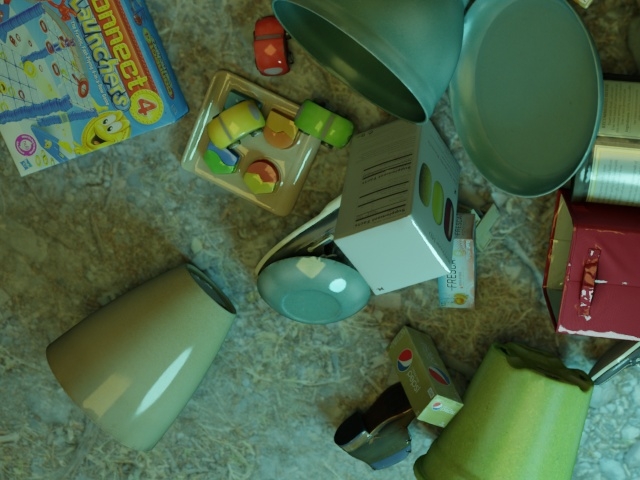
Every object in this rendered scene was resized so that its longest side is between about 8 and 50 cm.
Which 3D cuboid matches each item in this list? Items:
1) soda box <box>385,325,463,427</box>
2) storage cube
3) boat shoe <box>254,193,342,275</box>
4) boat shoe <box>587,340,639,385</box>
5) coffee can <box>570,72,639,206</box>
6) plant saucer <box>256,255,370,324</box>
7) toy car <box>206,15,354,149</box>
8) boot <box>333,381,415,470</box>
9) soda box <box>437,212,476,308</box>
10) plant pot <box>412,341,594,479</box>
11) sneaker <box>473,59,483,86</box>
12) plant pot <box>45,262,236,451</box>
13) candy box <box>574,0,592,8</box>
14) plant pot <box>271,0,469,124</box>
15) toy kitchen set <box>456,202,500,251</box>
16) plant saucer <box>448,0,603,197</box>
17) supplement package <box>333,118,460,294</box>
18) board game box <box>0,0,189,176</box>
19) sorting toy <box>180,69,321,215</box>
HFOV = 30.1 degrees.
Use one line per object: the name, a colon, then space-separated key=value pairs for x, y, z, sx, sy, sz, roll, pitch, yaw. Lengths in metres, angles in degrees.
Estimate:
soda box: x=0.173 y=0.226 z=1.994 sx=0.061 sy=0.181 sz=0.058 roll=23 pitch=116 yaw=-29
storage cube: x=0.463 y=0.036 z=1.857 sx=0.193 sy=0.215 sz=0.183 roll=6 pitch=110 yaw=3
boat shoe: x=0.000 y=0.000 z=2.001 sx=0.254 sy=0.095 sz=0.079 roll=-38 pitch=87 yaw=12
boat shoe: x=0.534 y=0.185 z=1.965 sx=0.206 sy=0.075 sz=0.065 roll=-41 pitch=94 yaw=17
coffee can: x=0.523 y=-0.143 z=1.780 sx=0.275 sy=0.201 sz=0.201 roll=6 pitch=110 yaw=9
plant saucer: x=-0.013 y=0.097 z=2.011 sx=0.195 sy=0.037 sz=0.195 roll=4 pitch=145 yaw=3
toy car: x=-0.051 y=-0.219 z=1.919 sx=0.225 sy=0.053 sz=0.239 roll=28 pitch=98 yaw=6
boot: x=0.141 y=0.324 z=2.109 sx=0.219 sy=0.082 sz=0.106 roll=-33 pitch=122 yaw=16
soda box: x=0.222 y=0.035 z=1.940 sx=0.063 sy=0.058 sz=0.183 roll=3 pitch=140 yaw=10
plant pot: x=0.325 y=0.314 z=1.974 sx=0.276 sy=0.276 sz=0.253 roll=20 pitch=100 yaw=4
sneaker: x=0.309 y=-0.294 z=1.846 sx=0.170 sy=0.068 sz=0.071 roll=-23 pitch=97 yaw=19
plant pot: x=-0.284 y=0.178 z=2.057 sx=0.274 sy=0.256 sz=0.256 roll=-44 pitch=96 yaw=6
candy box: x=0.279 y=-0.467 z=1.725 sx=0.316 sy=0.183 sz=0.087 roll=33 pitch=113 yaw=-1
plant pot: x=0.099 y=-0.340 z=1.778 sx=0.293 sy=0.293 sz=0.196 roll=37 pitch=86 yaw=-3
toy kitchen set: x=0.245 y=-0.039 z=1.972 sx=0.068 sy=0.075 sz=0.083 roll=-53 pitch=133 yaw=-13
plant saucer: x=0.304 y=-0.223 z=1.745 sx=0.318 sy=0.044 sz=0.317 roll=23 pitch=119 yaw=52
supplement package: x=0.123 y=-0.059 z=1.845 sx=0.134 sy=0.244 sz=0.139 roll=-19 pitch=129 yaw=27
board game box: x=-0.419 y=-0.298 z=1.982 sx=0.302 sy=0.086 sz=0.308 roll=-18 pitch=105 yaw=17
sorting toy: x=-0.114 y=-0.160 z=1.994 sx=0.208 sy=0.038 sz=0.193 roll=25 pitch=112 yaw=2
